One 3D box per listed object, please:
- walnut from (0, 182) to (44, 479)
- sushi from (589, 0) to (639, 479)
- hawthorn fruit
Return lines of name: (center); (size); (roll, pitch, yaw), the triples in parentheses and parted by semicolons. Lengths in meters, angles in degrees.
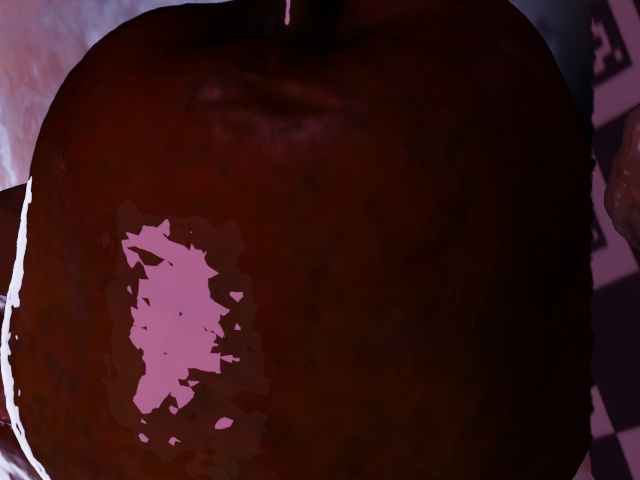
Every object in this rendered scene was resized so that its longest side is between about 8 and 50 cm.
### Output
walnut: (-0.116, 0.073, 1.114); (0.298, 0.203, 0.203); (33, 132, 45)
sushi: (0.128, 0.027, 0.519); (0.231, 0.047, 0.219); (32, 133, 52)
hawthorn fruit: (0.000, 0.000, 0.830); (0.268, 0.268, 0.300); (36, 131, 45)
